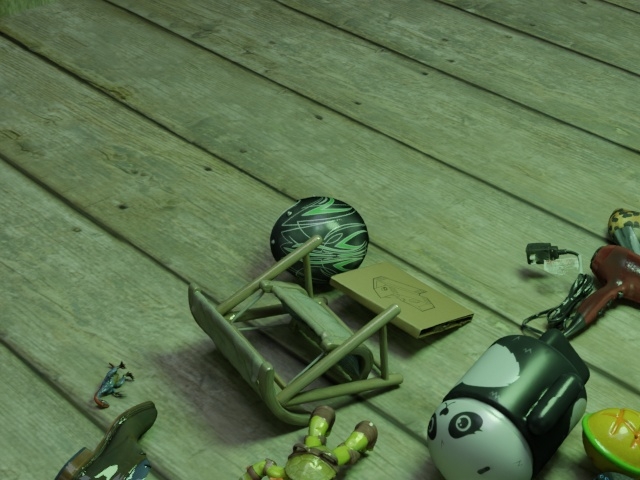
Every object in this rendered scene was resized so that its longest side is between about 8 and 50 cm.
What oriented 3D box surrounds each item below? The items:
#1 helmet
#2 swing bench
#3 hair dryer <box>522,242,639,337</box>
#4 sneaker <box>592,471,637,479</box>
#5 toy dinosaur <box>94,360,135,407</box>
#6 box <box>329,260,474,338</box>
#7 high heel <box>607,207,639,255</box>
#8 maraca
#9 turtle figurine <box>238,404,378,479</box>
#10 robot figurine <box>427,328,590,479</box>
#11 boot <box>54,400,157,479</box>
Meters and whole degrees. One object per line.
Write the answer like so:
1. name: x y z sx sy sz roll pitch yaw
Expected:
1. helmet: 0.000 0.000 2.089 0.169 0.169 0.161 8 18 11
2. swing bench: -0.041 0.151 1.868 0.255 0.165 0.253 -23 40 -22
3. hair dryer: 0.499 0.100 2.046 0.294 0.080 0.223 -1 49 8
4. sneaker: 0.369 0.377 1.609 0.217 0.079 0.121 2 30 -12
5. toy dinosaur: -0.335 0.234 1.865 0.082 0.047 0.090 -39 16 -32
6. box: 0.140 0.100 2.011 0.201 0.021 0.164 31 26 32
7. high heel: 0.677 -0.023 2.181 0.261 0.093 0.186 -12 41 -2
8. maraca: 0.461 0.302 1.700 0.186 0.099 0.127 19 29 -19
9. turtle figurine: -0.018 0.321 1.668 0.270 0.087 0.217 5 28 22
10. robot figurine: 0.273 0.246 1.691 0.174 0.209 0.278 30 53 25
11. boot: -0.281 0.323 1.703 0.106 0.082 0.219 36 39 11
